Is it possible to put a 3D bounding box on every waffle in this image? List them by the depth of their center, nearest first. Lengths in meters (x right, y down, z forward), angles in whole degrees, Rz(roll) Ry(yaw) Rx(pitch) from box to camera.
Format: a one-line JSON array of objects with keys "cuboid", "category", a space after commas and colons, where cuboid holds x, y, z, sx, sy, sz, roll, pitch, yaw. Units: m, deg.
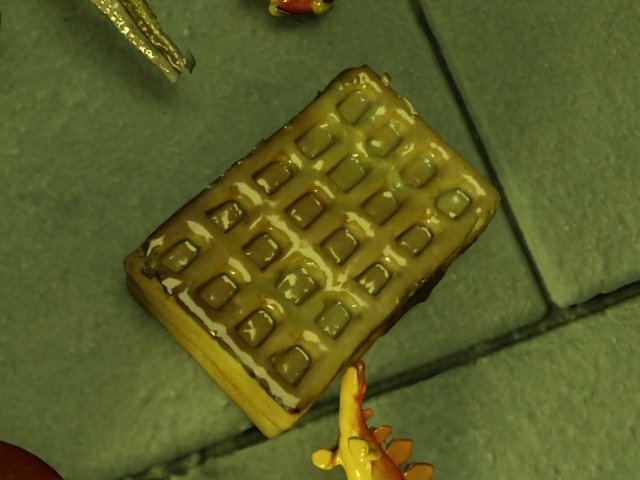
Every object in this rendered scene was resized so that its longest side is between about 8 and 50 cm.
[{"cuboid": [0.000, 0.000, 0.958, 0.224, 0.098, 0.327, 45, 64, 3], "category": "waffle"}]

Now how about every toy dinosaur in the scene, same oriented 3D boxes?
[{"cuboid": [0.056, 0.245, 0.885, 0.117, 0.070, 0.288, -7, 91, -46], "category": "toy dinosaur"}]

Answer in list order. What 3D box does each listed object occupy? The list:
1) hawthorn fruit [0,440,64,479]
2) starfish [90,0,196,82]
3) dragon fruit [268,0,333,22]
[{"cuboid": [-0.257, 0.238, 0.763, 0.197, 0.196, 0.225, 54, 36, 8], "category": "hawthorn fruit"}, {"cuboid": [-0.278, -0.384, 0.945, 0.132, 0.384, 0.398, -22, 53, 20], "category": "starfish"}, {"cuboid": [-0.029, -0.276, 1.060, 0.116, 0.081, 0.086, 2, 80, -15], "category": "dragon fruit"}]
